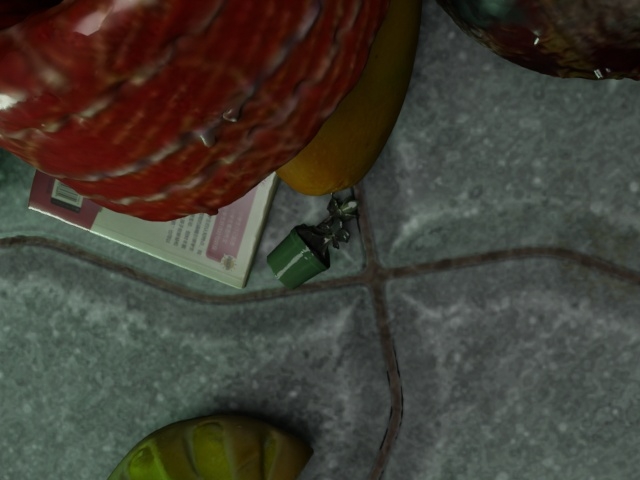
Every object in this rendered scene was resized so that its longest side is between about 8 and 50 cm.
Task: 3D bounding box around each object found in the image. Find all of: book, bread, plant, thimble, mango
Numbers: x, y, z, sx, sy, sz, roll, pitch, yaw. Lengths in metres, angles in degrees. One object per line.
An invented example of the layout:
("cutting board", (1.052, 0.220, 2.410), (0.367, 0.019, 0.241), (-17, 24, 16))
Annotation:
("book", (-0.155, -0.067, 0.952), (0.232, 0.022, 0.162), (20, 106, 6))
("bread", (-0.138, 0.264, 0.951), (0.156, 0.158, 0.260), (34, 103, 6))
("plant", (0.000, 0.000, 0.924), (0.102, 0.051, 0.051), (-41, 92, 9))
("thimble", (-0.124, -0.201, 0.733), (0.350, 0.231, 0.350), (-14, 62, 28))
("mango", (0.013, -0.161, 0.850), (0.139, 0.113, 0.253), (13, 101, -20))

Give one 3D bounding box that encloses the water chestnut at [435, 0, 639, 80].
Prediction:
("water chestnut", (0.188, -0.287, 0.733), (0.302, 0.351, 0.350), (23, 110, 49))
